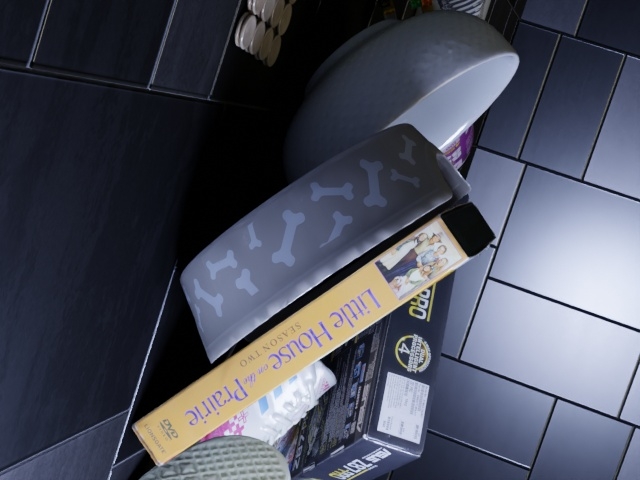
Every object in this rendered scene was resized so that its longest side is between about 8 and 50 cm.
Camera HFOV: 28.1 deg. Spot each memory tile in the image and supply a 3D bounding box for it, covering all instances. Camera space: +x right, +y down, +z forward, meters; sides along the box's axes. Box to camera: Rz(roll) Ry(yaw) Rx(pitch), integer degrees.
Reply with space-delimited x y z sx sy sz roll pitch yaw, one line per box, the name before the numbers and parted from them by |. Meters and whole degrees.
memory tile | -0.054 -0.248 1.354 0.148 0.012 0.113 11 98 -78

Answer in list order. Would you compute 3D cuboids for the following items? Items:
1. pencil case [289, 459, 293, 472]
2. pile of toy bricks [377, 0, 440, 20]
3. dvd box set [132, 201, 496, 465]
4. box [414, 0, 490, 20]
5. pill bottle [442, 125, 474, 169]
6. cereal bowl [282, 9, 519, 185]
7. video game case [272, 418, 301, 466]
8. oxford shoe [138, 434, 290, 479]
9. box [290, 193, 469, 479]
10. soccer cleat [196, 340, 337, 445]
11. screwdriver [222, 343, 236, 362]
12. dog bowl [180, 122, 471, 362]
pencil case | -0.081 0.516 2.114 0.306 0.119 0.133 -57 139 -9
pile of toy bricks | 0.120 -0.382 1.770 0.212 0.118 0.105 72 6 -58
dvd box set | 0.006 0.100 1.501 0.420 0.062 0.307 -35 176 13
box | 0.252 -0.481 2.162 0.094 0.113 0.275 -31 138 -71
pill bottle | 0.167 -0.189 2.100 0.301 0.169 0.169 50 60 -76
cereal bowl | 0.082 -0.178 1.638 0.339 0.141 0.339 -36 168 -9
video game case | -0.090 0.349 1.918 0.248 0.035 0.275 79 35 -69
oxford shoe | -0.186 0.393 1.432 0.449 0.169 0.130 -51 156 -40
box | 0.077 0.142 1.821 0.318 0.097 0.395 137 -31 -60
soccer cleat | -0.064 0.216 1.753 0.116 0.143 0.331 57 54 -76
screwdriver | -0.096 0.107 1.732 0.025 0.024 0.170 42 67 -47
dog bowl | -0.001 -0.003 1.393 0.348 0.102 0.349 -35 176 -3
